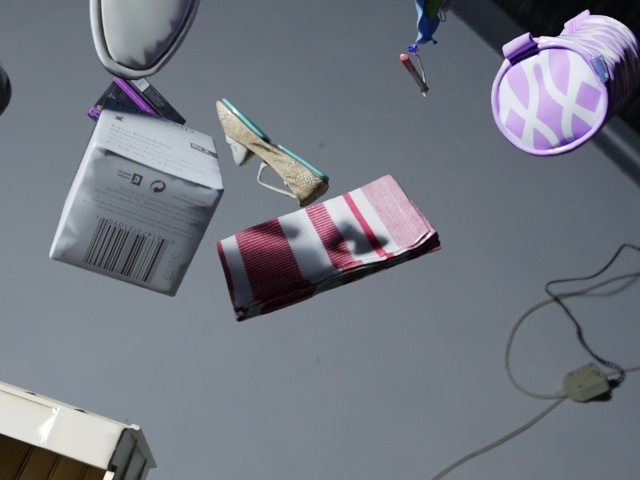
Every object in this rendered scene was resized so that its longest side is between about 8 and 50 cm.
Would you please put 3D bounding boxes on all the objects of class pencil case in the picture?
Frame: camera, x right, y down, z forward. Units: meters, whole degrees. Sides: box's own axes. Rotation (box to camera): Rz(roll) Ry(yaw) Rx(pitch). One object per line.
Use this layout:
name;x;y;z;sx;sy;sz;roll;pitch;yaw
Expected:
pencil case;0.196;-0.127;0.554;0.088;0.086;0.206;56;35;1

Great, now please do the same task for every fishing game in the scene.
fishing game;0.128;-0.295;0.746;0.041;0.189;0.264;9;90;17

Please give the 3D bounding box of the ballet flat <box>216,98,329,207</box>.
ballet flat;-0.083;-0.120;1.017;0.206;0.073;0.067;38;97;9

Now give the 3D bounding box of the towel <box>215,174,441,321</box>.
towel;0.000;0.000;1.132;0.328;0.037;0.237;-21;31;-5

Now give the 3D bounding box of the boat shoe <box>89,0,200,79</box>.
boat shoe;-0.159;-0.254;0.616;0.095;0.079;0.255;7;79;-35

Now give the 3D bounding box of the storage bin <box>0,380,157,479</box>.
storage bin;-0.350;0.264;0.852;0.262;0.260;0.123;18;61;3

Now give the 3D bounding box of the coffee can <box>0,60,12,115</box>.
coffee can;-0.506;-0.270;0.826;0.201;0.275;0.202;0;48;0

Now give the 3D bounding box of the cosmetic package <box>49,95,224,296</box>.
cosmetic package;-0.218;-0.057;0.857;0.151;0.151;0.184;20;21;-22

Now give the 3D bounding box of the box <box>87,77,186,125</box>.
box;-0.283;-0.187;1.081;0.116;0.162;0.029;46;55;-15
